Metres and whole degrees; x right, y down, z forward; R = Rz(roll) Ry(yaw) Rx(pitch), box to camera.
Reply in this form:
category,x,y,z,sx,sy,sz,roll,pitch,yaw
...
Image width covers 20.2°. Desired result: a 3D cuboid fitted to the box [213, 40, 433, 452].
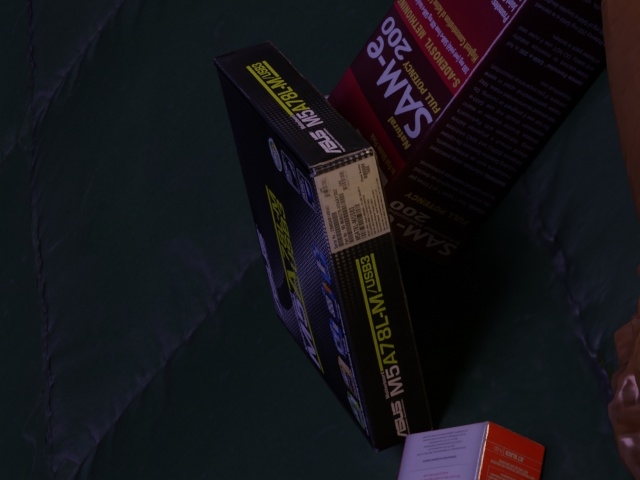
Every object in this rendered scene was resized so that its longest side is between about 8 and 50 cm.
category,x,y,z,sx,sy,sz,roll,pitch,yaw
box,0.000,0.000,1.054,0.184,0.045,0.190,-132,25,-57

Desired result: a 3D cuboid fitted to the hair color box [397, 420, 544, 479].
category,x,y,z,sx,sy,sz,roll,pitch,yaw
hair color box,0.067,0.169,0.932,0.072,0.043,0.141,-17,53,53

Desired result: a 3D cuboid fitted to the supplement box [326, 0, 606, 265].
category,x,y,z,sx,sy,sz,roll,pitch,yaw
supplement box,0.099,-0.119,1.072,0.239,0.073,0.130,-55,31,19

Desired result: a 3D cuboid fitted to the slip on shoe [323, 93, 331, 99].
category,x,y,z,sx,sy,sz,roll,pitch,yaw
slip on shoe,0.006,-0.079,1.230,0.041,0.051,0.135,-33,6,-28

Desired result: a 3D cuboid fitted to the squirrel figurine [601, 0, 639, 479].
category,x,y,z,sx,sy,sz,roll,pitch,yaw
squirrel figurine,0.270,-0.017,0.437,0.370,0.397,0.281,-21,91,25
